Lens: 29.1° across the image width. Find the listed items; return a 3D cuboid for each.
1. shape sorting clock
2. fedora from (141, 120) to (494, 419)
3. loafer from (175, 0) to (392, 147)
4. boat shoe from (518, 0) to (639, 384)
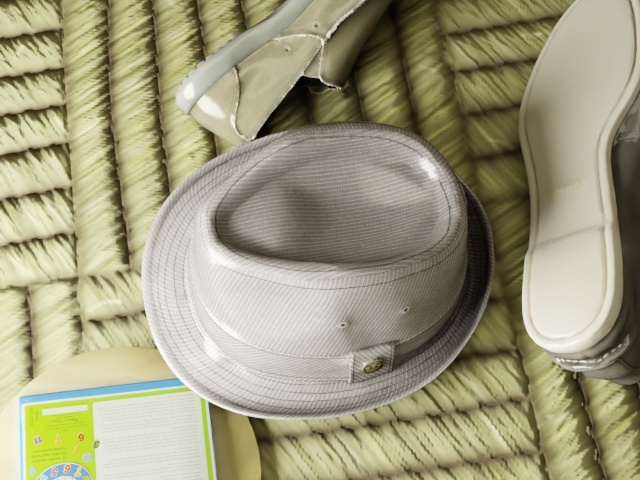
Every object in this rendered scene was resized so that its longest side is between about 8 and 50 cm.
[{"bbox_3d":[-0.147,0.175,0.908,0.206,0.040,0.206,1,57,-2],"label":"shape sorting clock"},{"bbox_3d":[0.000,0.000,0.913,0.275,0.124,0.243,-6,65,-5],"label":"fedora"},{"bbox_3d":[-0.002,-0.165,1.038,0.251,0.094,0.087,-38,91,-2],"label":"loafer"},{"bbox_3d":[0.221,-0.047,0.958,0.112,0.095,0.335,-14,53,40],"label":"boat shoe"}]
